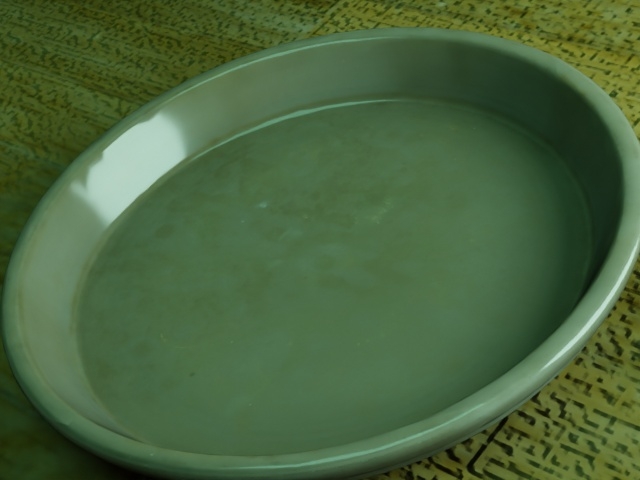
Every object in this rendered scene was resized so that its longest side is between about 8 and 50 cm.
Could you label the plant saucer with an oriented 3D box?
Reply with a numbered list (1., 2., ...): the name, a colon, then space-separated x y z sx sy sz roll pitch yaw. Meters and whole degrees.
1. plant saucer: 0.000 0.000 0.539 0.277 0.041 0.278 -11 41 9
